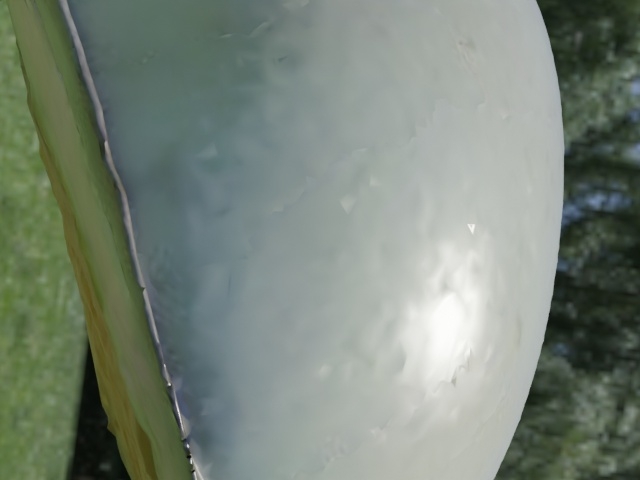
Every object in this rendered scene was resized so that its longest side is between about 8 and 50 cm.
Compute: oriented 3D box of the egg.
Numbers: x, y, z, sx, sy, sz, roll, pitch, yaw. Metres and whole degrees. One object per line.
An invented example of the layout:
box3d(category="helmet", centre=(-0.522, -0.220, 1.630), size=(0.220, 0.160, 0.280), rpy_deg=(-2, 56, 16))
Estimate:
box3d(category="egg", centre=(0.001, -0.001, 0.510), size=(0.264, 0.174, 0.286), rpy_deg=(-156, -129, -79))
